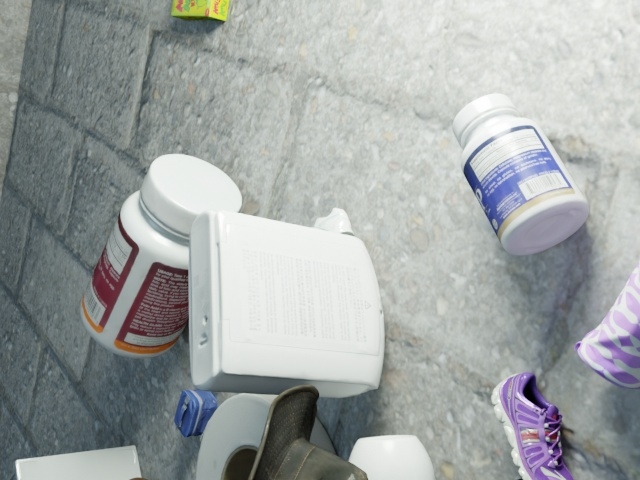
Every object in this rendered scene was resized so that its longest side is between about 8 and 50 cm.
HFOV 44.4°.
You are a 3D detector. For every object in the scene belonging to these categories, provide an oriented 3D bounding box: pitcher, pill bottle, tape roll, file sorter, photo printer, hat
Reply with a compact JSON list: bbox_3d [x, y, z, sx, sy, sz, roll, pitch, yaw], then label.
[{"bbox_3d":[0.126,0.376,1.083,0.177,0.125,0.207,-8,78,18],"label":"pitcher"},{"bbox_3d":[0.239,-0.086,0.972,0.112,0.112,0.187,-48,51,38],"label":"pill bottle"},{"bbox_3d":[-0.099,0.462,1.385,0.392,0.072,0.392,-7,82,52],"label":"tape roll"},{"bbox_3d":[-0.322,0.034,1.585,0.392,0.224,0.224,-57,46,31],"label":"pill bottle"},{"bbox_3d":[-0.569,0.610,1.807,0.173,0.277,0.193,-45,53,42],"label":"file sorter"},{"bbox_3d":[-0.039,0.100,1.147,0.107,0.307,0.256,-30,58,48],"label":"photo printer"},{"bbox_3d":[-0.015,0.358,1.005,0.133,0.331,0.331,12,98,17],"label":"hat"}]

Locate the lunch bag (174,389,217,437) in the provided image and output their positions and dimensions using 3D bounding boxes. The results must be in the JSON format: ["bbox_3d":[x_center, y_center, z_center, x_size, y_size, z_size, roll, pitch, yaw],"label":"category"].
[{"bbox_3d":[-0.261,0.355,1.605,0.067,0.065,0.098,36,114,48],"label":"lunch bag"}]

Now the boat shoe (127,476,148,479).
[{"bbox_3d":[-0.368,0.632,1.698,0.257,0.095,0.095,45,127,44],"label":"boat shoe"}]

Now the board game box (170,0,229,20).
[{"bbox_3d":[-0.260,-0.527,1.702,0.181,0.043,0.092,21,103,51],"label":"board game box"}]

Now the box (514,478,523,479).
[{"bbox_3d":[0.178,0.354,0.933,0.036,0.207,0.114,28,109,49],"label":"box"}]

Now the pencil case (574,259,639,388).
[{"bbox_3d":[0.353,0.059,0.832,0.088,0.086,0.206,38,116,33],"label":"pencil case"}]

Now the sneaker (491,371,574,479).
[{"bbox_3d":[0.266,0.237,0.947,0.071,0.068,0.170,-45,53,33],"label":"sneaker"}]

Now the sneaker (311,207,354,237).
[{"bbox_3d":[0.000,0.000,1.324,0.152,0.053,0.061,-35,51,38],"label":"sneaker"}]
